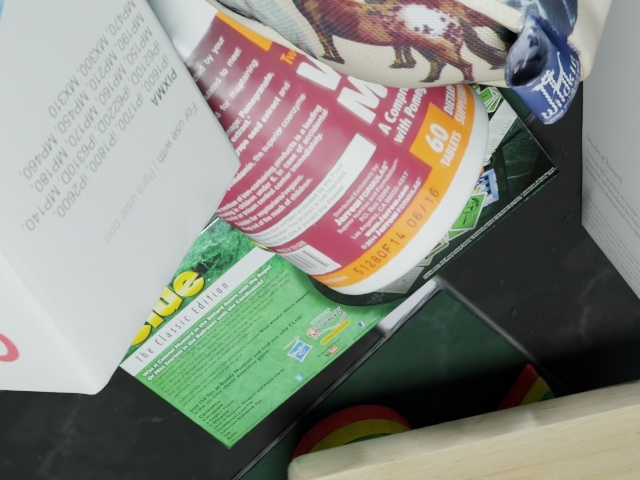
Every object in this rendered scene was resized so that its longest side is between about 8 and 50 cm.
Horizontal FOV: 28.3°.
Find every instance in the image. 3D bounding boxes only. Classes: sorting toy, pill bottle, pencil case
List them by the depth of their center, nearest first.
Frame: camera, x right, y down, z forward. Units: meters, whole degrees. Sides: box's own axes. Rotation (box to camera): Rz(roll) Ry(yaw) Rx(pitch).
[{"bbox_3d":[0.086,-0.252,0.439,0.160,0.183,0.410,22,92,3],"label":"pencil case"},{"bbox_3d":[-0.040,-0.077,0.583,0.221,0.121,0.121,33,106,-23],"label":"pill bottle"},{"bbox_3d":[0.095,0.199,0.849,0.257,0.089,0.255,-10,124,-15],"label":"sorting toy"}]

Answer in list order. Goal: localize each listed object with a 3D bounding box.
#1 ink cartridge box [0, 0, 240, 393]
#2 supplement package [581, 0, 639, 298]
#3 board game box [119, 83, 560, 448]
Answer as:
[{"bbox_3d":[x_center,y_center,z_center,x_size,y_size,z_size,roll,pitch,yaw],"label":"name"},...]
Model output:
[{"bbox_3d":[-0.201,-0.091,0.447,0.226,0.131,0.306,-2,133,34],"label":"ink cartridge box"},{"bbox_3d":[0.248,-0.101,0.654,0.177,0.175,0.293,-14,125,-7],"label":"supplement package"},{"bbox_3d":[0.000,0.000,0.721,0.260,0.030,0.136,-40,129,7],"label":"board game box"}]
